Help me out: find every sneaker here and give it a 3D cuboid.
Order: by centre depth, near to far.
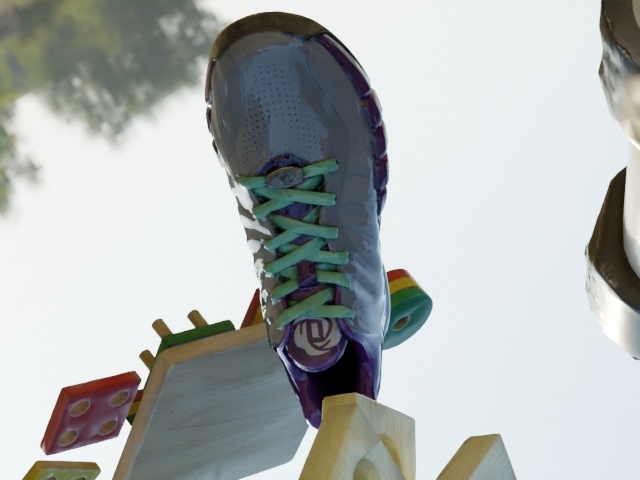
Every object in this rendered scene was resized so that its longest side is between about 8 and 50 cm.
[{"bbox_3d":[0.000,0.000,0.896,0.083,0.224,0.098,-12,-140,5],"label":"sneaker"}]

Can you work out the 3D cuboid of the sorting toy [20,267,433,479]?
[{"bbox_3d":[-0.067,0.087,1.065,0.274,0.046,0.132,-14,142,-37],"label":"sorting toy"}]

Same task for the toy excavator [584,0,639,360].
[{"bbox_3d":[0.342,-0.016,0.832,0.445,0.222,0.433,6,-125,10],"label":"toy excavator"}]

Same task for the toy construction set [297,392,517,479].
[{"bbox_3d":[-0.082,0.166,0.539,0.327,0.151,0.215,-28,171,29],"label":"toy construction set"}]
